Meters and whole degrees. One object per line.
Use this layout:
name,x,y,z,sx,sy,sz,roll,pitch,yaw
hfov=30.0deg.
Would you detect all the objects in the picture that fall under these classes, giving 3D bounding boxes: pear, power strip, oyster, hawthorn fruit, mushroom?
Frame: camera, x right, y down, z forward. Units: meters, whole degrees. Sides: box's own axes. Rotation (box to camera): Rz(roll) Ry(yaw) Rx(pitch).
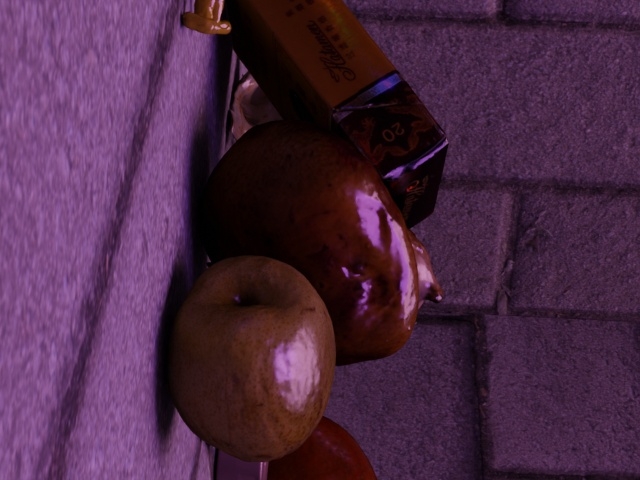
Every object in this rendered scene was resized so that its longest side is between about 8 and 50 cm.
pear,-0.078,0.141,1.376,0.228,0.188,0.211,-71,162,-56
power strip,-0.128,0.365,1.963,0.154,0.078,0.154,6,90,-88
oyster,-0.079,-0.218,1.926,0.107,0.161,0.233,122,-31,-50
hawthorn fruit,-0.025,0.469,2.229,0.295,0.295,0.311,91,6,-52
mushroom,0.000,0.000,1.566,0.259,0.345,0.345,-29,135,-36

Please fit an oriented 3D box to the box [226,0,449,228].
box,0.016,-0.213,1.706,0.415,0.116,0.264,56,-12,17

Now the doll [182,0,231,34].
doll,-0.102,-0.418,1.361,0.160,0.094,0.365,-62,155,-80

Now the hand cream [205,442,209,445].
hand cream,-0.160,0.250,1.683,0.035,0.022,0.102,-101,-174,-52
